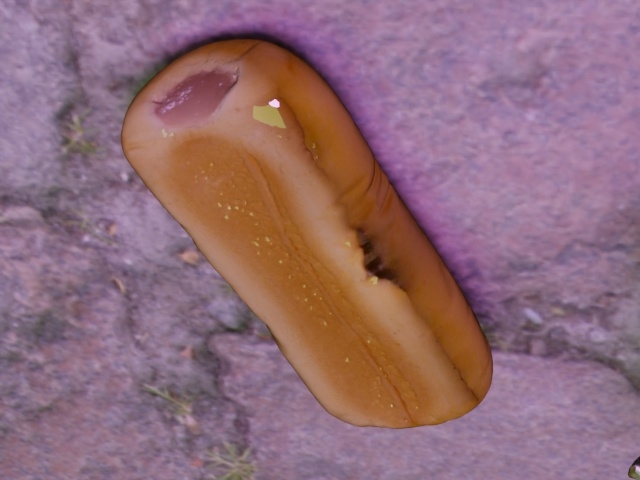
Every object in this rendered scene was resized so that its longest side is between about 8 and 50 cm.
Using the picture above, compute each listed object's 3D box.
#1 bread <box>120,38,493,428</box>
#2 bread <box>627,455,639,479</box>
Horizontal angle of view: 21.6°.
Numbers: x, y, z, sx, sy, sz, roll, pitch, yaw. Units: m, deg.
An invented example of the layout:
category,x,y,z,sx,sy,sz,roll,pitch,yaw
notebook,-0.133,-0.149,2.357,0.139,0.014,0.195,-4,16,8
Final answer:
category,x,y,z,sx,sy,sz,roll,pitch,yaw
bread,0.000,0.000,1.078,0.142,0.091,0.305,-8,132,34
bread,0.359,0.033,0.905,0.376,0.251,0.208,-24,82,38
